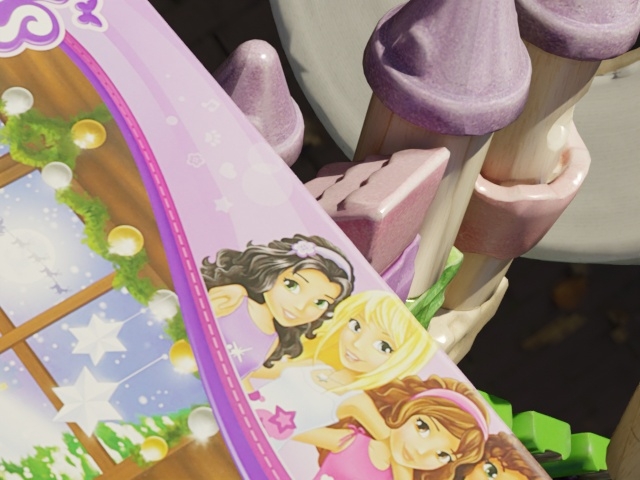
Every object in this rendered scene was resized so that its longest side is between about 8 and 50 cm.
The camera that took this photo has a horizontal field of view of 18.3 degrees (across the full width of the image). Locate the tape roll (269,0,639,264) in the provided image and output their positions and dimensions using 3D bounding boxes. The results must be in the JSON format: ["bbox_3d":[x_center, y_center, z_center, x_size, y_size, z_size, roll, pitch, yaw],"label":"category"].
[{"bbox_3d":[0.143,-0.180,0.974,0.072,0.392,0.392,3,128,-55],"label":"tape roll"}]

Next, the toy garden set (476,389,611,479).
[{"bbox_3d":[0.020,0.127,1.066,0.204,0.049,0.244,-13,159,31],"label":"toy garden set"}]

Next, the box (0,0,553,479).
[{"bbox_3d":[-0.105,0.023,0.371,0.201,0.293,0.057,-31,159,-25],"label":"box"}]

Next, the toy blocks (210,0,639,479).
[{"bbox_3d":[0.000,0.000,0.676,0.288,0.309,0.260,-43,159,-39],"label":"toy blocks"}]
